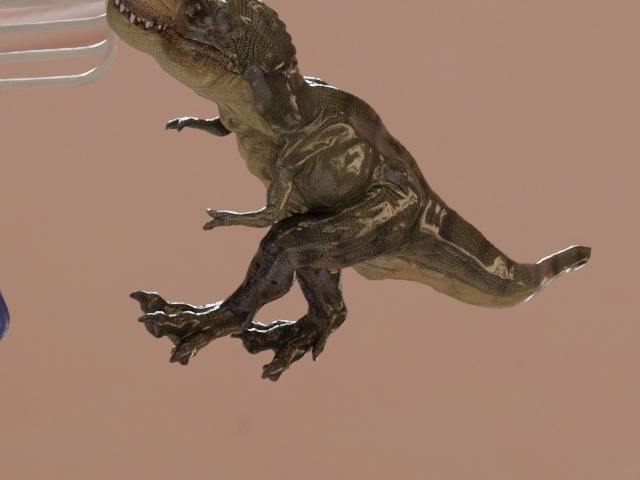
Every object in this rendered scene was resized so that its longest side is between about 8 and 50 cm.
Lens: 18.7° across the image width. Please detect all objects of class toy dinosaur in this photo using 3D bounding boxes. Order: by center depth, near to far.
[{"bbox_3d":[0.000,0.000,0.725,0.268,0.118,0.064,33,-164,-46],"label":"toy dinosaur"}]

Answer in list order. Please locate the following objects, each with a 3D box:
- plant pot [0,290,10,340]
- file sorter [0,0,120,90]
[{"bbox_3d":[-0.270,-0.021,0.568,0.236,0.236,0.212,-38,-55,-25],"label":"plant pot"},{"bbox_3d":[-0.228,-0.225,1.355,0.278,0.192,0.173,-97,3,-66],"label":"file sorter"}]
